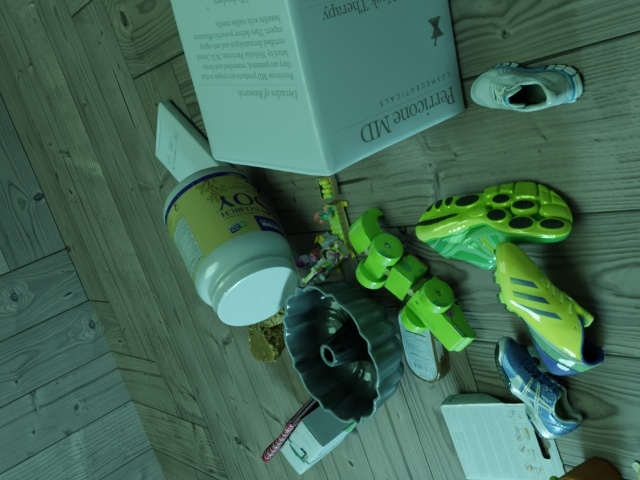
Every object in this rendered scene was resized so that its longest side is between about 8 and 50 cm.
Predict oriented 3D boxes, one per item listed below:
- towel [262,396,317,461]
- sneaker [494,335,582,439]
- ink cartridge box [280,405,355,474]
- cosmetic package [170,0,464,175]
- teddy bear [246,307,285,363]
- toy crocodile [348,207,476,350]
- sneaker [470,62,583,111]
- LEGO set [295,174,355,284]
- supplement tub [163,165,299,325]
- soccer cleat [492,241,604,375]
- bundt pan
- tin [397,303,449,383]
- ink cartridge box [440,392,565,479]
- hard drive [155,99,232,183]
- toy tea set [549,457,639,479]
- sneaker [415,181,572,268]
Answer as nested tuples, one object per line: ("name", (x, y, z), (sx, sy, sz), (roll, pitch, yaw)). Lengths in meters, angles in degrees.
("towel", (-0.061, 0.473, 2.019), (0.031, 0.199, 0.275), (41, 142, 10))
("sneaker", (0.392, 0.257, 1.371), (0.211, 0.080, 0.081), (54, 141, -4))
("ink cartridge box", (0.004, 0.498, 1.984), (0.092, 0.160, 0.219), (49, 145, 17))
("cosmetic package", (-0.013, -0.355, 1.253), (0.327, 0.329, 0.393), (13, 123, 49))
("teddy bear", (-0.145, 0.147, 2.012), (0.245, 0.113, 0.338), (-26, 83, 50))
("toy crocodile", (0.178, 0.079, 1.519), (0.340, 0.105, 0.115), (45, 143, 17))
("sneaker", (0.291, -0.227, 1.153), (0.191, 0.083, 0.071), (8, 120, 53))
("LEGO set", (0.000, 0.000, 1.686), (0.132, 0.107, 0.287), (42, 142, 29))
("supplement tub", (-0.211, 0.012, 1.809), (0.331, 0.241, 0.241), (57, 149, 33))
("soccer cleat", (0.368, 0.105, 1.230), (0.121, 0.093, 0.289), (-16, 122, 33))
("bundt pan", (0.060, 0.234, 1.703), (0.331, 0.124, 0.330), (28, 129, 42))
("tin", (0.216, 0.215, 1.610), (0.106, 0.040, 0.189), (9, 120, 46))
("ink cartridge box", (0.370, 0.394, 1.529), (0.225, 0.056, 0.181), (-12, 103, 37))
("hard drive", (-0.346, -0.211, 2.073), (0.307, 0.040, 0.203), (46, 143, 24))
("toy tea set", (0.533, 0.457, 1.263), (0.200, 0.124, 0.336), (59, 147, 6))
("sneaker", (0.301, -0.021, 1.291), (0.295, 0.109, 0.123), (-3, 139, 50))
